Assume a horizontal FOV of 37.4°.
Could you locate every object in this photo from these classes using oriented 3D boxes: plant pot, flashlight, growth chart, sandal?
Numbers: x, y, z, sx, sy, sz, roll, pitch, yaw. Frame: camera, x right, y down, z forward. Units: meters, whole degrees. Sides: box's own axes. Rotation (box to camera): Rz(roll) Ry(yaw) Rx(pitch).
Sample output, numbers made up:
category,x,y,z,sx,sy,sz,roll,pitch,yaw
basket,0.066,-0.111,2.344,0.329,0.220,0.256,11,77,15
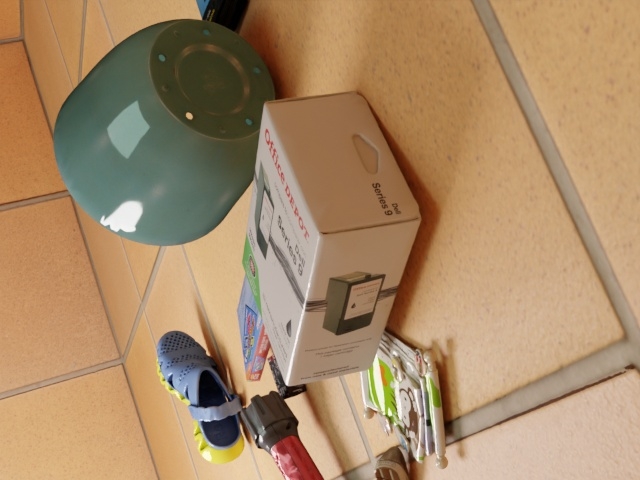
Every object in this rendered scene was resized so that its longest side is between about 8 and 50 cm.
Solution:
category,x,y,z,sx,sy,sz,roll,pitch,yaw
plant pot,-0.196,-0.171,1.323,0.235,0.293,0.293,-37,69,51
flashlight,-0.024,0.368,1.446,0.103,0.103,0.304,-53,56,30
growth chart,0.097,0.188,1.167,0.237,0.021,0.172,-160,58,-67
sandal,-0.245,0.303,1.979,0.317,0.126,0.138,51,146,30

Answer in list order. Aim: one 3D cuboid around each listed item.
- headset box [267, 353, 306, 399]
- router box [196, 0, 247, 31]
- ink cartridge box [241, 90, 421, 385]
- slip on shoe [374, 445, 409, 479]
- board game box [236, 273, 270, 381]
category,x,y,z,sx,sy,sz,roll,pitch,yaw
headset box,-0.057,0.216,1.553,0.062,0.032,0.083,134,119,-66
router box,-0.145,-0.391,1.348,0.179,0.046,0.133,135,118,-66
ink cartridge box,0.000,0.000,1.116,0.289,0.121,0.211,102,152,-48
slip on shoe,0.098,0.327,1.235,0.041,0.051,0.135,-62,-35,-51
board game box,-0.103,0.109,1.562,0.281,0.027,0.145,109,156,-55
